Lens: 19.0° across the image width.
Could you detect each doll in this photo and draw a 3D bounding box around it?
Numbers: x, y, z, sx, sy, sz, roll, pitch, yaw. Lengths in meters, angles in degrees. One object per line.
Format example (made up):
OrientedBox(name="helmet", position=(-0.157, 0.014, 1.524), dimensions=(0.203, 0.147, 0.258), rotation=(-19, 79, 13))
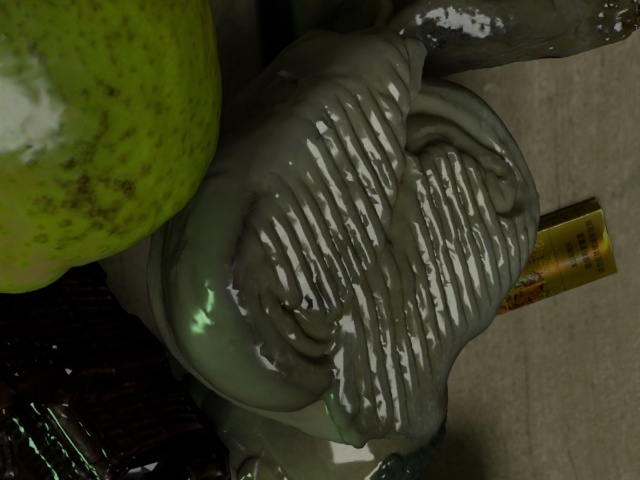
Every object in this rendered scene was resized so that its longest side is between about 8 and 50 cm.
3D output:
OrientedBox(name="doll", position=(-0.049, 0.180, 1.790), dimensions=(0.247, 0.247, 0.349), rotation=(32, 128, -30))

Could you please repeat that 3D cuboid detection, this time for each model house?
OrientedBox(name="model house", position=(-0.269, 0.138, 1.566), dimensions=(0.297, 0.317, 0.282), rotation=(-33, 168, -1))

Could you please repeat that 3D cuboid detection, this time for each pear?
OrientedBox(name="pear", position=(-0.247, -0.140, 1.407), dimensions=(0.391, 0.391, 0.391), rotation=(-6, 126, -9))

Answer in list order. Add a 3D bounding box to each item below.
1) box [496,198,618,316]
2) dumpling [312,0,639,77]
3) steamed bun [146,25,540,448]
OrientedBox(name="box", position=(0.206, 0.021, 1.858), dimensions=(0.156, 0.022, 0.089), rotation=(-19, 126, 0))
OrientedBox(name="dumpling", position=(0.123, -0.195, 1.650), dimensions=(0.332, 0.086, 0.166), rotation=(-17, 129, -3))
OrientedBox(name="steamed bun", position=(-0.006, -0.006, 1.577), dimensions=(0.309, 0.219, 0.324), rotation=(39, 68, -38))
